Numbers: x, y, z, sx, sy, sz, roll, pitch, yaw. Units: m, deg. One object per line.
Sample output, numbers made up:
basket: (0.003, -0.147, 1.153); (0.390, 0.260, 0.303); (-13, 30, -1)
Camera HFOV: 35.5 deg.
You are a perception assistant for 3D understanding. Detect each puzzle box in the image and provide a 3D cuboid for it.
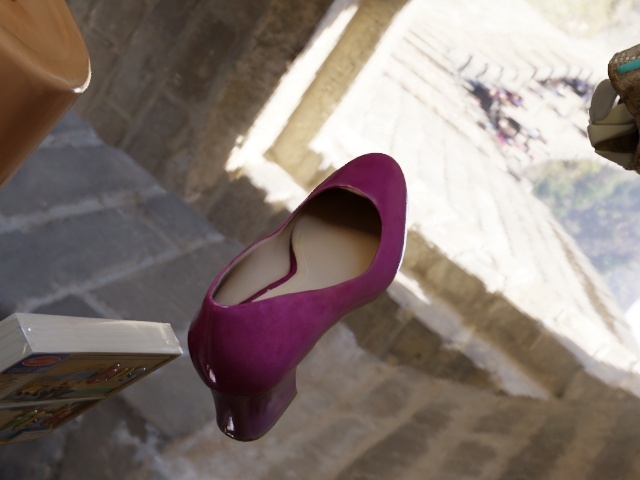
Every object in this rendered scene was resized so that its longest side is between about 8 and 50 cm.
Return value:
puzzle box: (-0.368, 0.184, 1.261); (0.272, 0.052, 0.409); (-31, 166, 10)

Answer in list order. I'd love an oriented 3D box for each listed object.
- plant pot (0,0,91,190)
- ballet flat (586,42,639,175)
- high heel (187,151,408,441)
plant pot: (-0.316, -0.142, 0.764); (0.203, 0.291, 0.291); (-31, 171, 12)
ballet flat: (0.242, -0.099, 0.781); (0.067, 0.073, 0.206); (-10, 158, 8)
high heel: (0.000, 0.000, 0.941); (0.181, 0.127, 0.377); (89, 21, -48)
